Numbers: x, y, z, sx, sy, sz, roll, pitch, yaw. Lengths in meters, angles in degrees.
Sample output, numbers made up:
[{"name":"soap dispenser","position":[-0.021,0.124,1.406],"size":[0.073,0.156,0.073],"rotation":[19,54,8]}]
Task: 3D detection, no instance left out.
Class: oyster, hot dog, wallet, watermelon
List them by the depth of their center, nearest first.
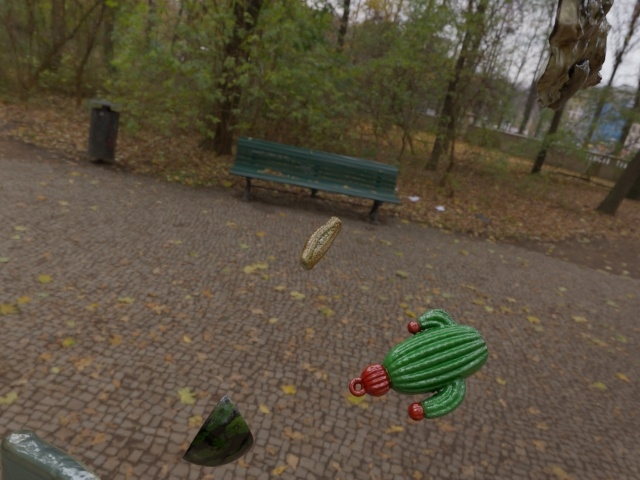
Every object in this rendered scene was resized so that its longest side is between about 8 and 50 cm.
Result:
[{"name":"oyster","position":[0.301,-0.251,0.580],"size":[0.083,0.214,0.223],"rotation":[7,43,28]},{"name":"wallet","position":[-0.405,0.493,0.759],"size":[0.252,0.360,0.083],"rotation":[7,12,27]},{"name":"watermelon","position":[-0.174,0.322,0.853],"size":[0.125,0.135,0.094],"rotation":[6,18,-23]},{"name":"hot dog","position":[-0.001,0.000,0.859],"size":[0.028,0.044,0.137],"rotation":[4,40,33]}]

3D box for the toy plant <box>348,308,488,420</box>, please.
[{"name":"toy plant","position":[0.181,0.225,0.836],"size":[0.240,0.088,0.154],"rotation":[-40,73,-21]}]
